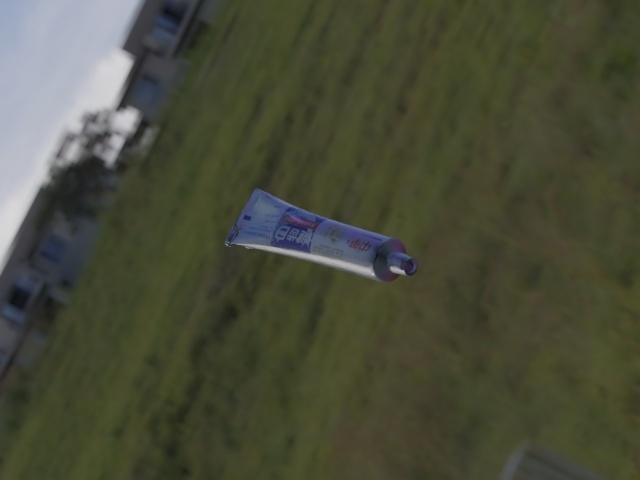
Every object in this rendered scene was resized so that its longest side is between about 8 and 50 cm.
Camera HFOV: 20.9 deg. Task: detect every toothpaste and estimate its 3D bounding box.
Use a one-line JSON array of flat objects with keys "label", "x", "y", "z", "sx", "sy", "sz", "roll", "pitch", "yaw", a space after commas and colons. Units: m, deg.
[{"label": "toothpaste", "x": 0.000, "y": 0.000, "z": 1.101, "sx": 0.028, "sy": 0.170, "sz": 0.045, "roll": 35, "pitch": -102, "yaw": -41}]
